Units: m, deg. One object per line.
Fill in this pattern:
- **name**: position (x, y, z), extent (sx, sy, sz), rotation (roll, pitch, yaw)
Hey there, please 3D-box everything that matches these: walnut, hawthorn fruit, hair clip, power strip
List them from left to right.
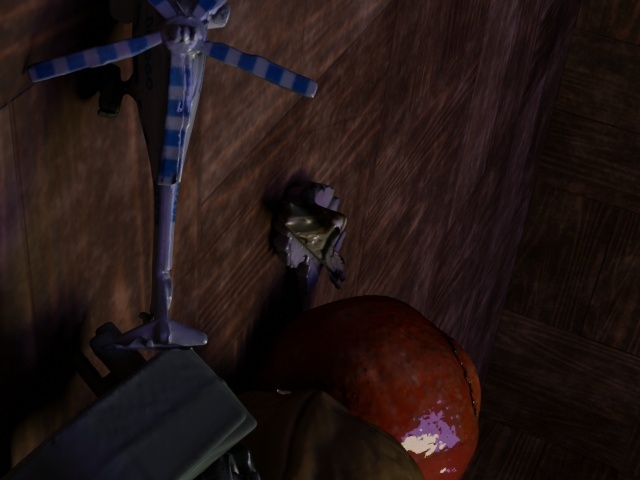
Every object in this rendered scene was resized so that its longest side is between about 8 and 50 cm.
- **power strip**: position (-0.165, 0.147, 0.805), extent (0.229, 0.141, 0.261), rotation (-41, 177, 27)
- **walnut**: position (-0.024, 0.301, 1.127), extent (0.252, 0.277, 0.313), rotation (-3, 102, -43)
- **hair clip**: position (0.000, 0.000, 1.324), extent (0.292, 0.084, 0.106), rotation (70, 37, -73)
- **hawthorn fruit**: position (0.029, 0.192, 1.350), extent (0.307, 0.276, 0.276), rotation (12, 98, -48)

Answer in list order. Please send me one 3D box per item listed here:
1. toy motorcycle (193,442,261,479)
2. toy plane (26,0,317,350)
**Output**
- **toy motorcycle**: position (-0.130, 0.295, 0.942), extent (0.127, 0.205, 0.275), rotation (78, -4, -55)
- **toy plane**: position (-0.095, -0.070, 0.775), extent (0.107, 0.182, 0.273), rotation (-170, -114, -73)
